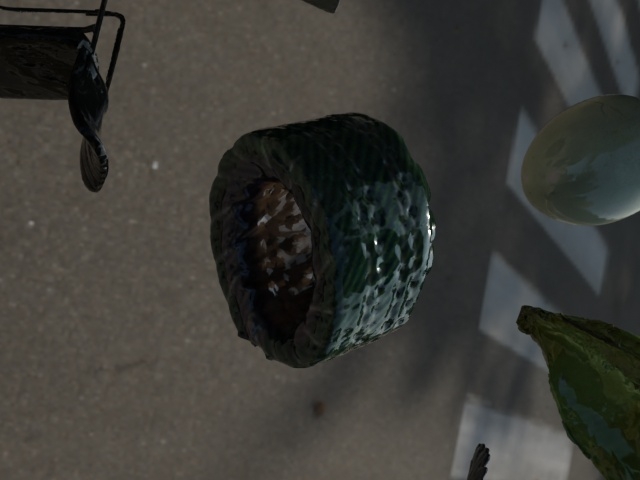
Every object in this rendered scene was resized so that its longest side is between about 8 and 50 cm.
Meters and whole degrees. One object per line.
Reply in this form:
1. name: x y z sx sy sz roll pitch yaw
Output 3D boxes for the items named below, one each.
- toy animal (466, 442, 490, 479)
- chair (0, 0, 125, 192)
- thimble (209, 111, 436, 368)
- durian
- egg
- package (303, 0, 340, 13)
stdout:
1. toy animal: 0.109 0.240 0.791 0.062 0.108 0.220 29 63 -34
2. chair: -0.265 -0.168 1.128 0.140 0.145 0.221 103 -14 -66
3. thimble: 0.001 -0.002 0.671 0.090 0.118 0.135 -16 110 -37
4. durian: 0.321 0.191 1.030 0.163 0.394 0.198 -51 163 9
5. egg: 0.333 -0.094 1.421 0.209 0.151 0.151 -24 127 -27
6. package: -0.033 -0.327 0.916 0.062 0.204 0.251 -72 -173 -60
